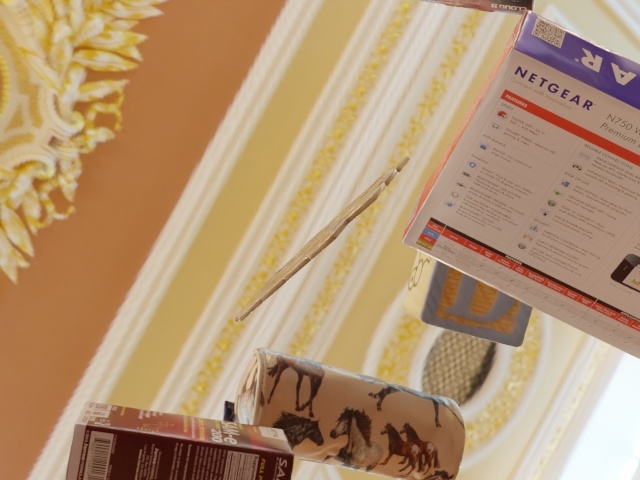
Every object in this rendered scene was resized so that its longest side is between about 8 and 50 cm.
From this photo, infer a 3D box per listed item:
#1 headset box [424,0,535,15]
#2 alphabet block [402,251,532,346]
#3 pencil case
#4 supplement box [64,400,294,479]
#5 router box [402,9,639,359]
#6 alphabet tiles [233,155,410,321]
[{"bbox_3d":[0.245,-0.481,1.612,0.293,0.218,0.110,68,-143,-63],"label":"headset box"},{"bbox_3d":[0.274,0.072,1.832,0.193,0.197,0.192,17,-88,-5],"label":"alphabet block"},{"bbox_3d":[0.050,0.311,1.681,0.410,0.160,0.184,17,-86,-19],"label":"pencil case"},{"bbox_3d":[-0.157,0.243,1.144,0.239,0.130,0.073,10,-90,-8],"label":"supplement box"},{"bbox_3d":[0.299,-0.042,1.097,0.082,0.335,0.301,-63,0,-44],"label":"router box"},{"bbox_3d":[0.000,0.000,1.595,0.011,0.342,0.285,47,-147,-3],"label":"alphabet tiles"}]
